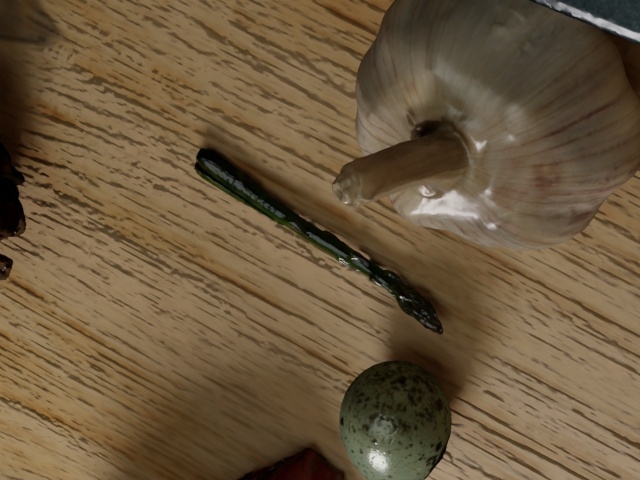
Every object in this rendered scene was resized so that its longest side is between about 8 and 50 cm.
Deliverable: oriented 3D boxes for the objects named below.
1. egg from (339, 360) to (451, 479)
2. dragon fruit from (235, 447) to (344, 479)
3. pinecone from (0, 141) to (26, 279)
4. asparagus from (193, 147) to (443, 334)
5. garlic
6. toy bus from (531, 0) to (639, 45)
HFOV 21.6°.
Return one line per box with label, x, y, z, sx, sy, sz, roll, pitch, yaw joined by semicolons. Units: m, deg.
egg;0.057;0.142;1.270;0.085;0.085;0.110;11;124;25
dragon fruit;-0.082;0.335;1.414;0.317;0.152;0.205;-34;97;38
pinecone;-0.379;-0.030;1.328;0.298;0.242;0.296;-33;94;32
asparagus;0.000;0.000;1.267;0.233;0.022;0.023;34;83;12
garlic;0.088;-0.066;1.054;0.199;0.226;0.199;15;120;28
toy bus;0.134;-0.234;0.954;0.323;0.194;0.162;25;126;16
